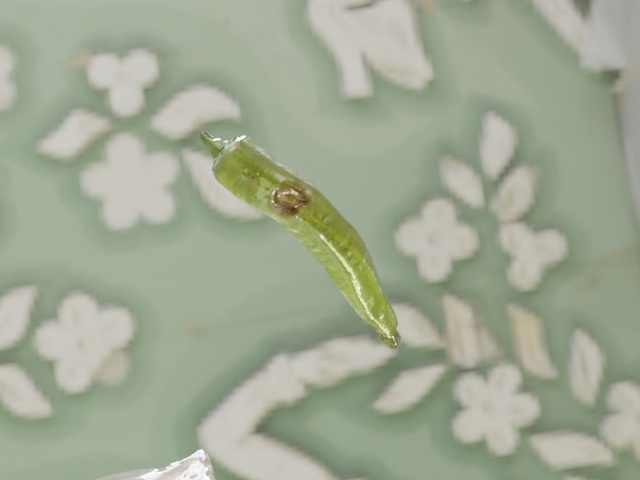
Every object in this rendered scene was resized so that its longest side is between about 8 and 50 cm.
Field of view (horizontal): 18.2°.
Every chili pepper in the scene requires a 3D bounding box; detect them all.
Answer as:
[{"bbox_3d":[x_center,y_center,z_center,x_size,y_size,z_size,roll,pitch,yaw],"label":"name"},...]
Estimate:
[{"bbox_3d":[0.001,0.000,1.309,0.208,0.049,0.043,47,21,-21],"label":"chili pepper"}]

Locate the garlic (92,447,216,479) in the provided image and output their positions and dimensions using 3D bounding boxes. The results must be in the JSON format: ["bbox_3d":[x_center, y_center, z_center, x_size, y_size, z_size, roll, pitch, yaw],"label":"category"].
[{"bbox_3d":[-0.074,0.197,0.889,0.090,0.128,0.198,-39,117,-64],"label":"garlic"}]
